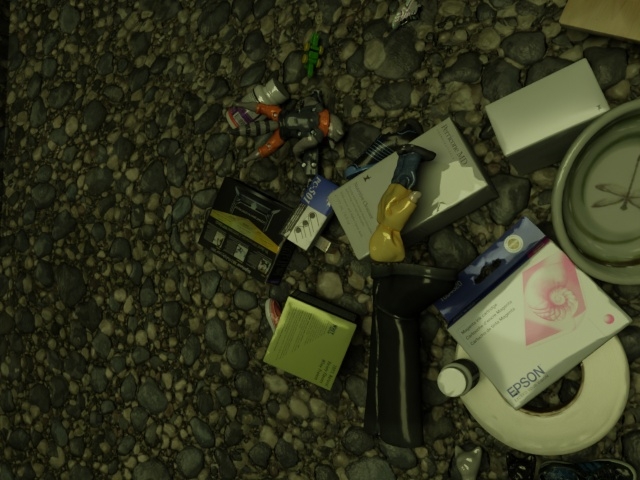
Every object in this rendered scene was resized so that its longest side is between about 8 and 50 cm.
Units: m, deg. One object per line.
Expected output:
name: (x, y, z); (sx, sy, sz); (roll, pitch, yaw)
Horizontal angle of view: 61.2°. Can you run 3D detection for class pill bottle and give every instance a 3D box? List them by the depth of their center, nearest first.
pill bottle: (0.325, 0.324, 1.277); (0.078, 0.137, 0.078); (-3, 84, 27)
pill bottle: (-0.197, -0.424, 1.719); (0.193, 0.108, 0.108); (-34, 71, 21)

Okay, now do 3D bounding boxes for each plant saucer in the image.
plant saucer: (0.675, -0.106, 1.168); (0.400, 0.100, 0.400); (-1, 106, -4)

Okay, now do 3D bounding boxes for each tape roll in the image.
tape roll: (0.518, 0.307, 1.294); (0.392, 0.072, 0.392); (-3, 84, 27)

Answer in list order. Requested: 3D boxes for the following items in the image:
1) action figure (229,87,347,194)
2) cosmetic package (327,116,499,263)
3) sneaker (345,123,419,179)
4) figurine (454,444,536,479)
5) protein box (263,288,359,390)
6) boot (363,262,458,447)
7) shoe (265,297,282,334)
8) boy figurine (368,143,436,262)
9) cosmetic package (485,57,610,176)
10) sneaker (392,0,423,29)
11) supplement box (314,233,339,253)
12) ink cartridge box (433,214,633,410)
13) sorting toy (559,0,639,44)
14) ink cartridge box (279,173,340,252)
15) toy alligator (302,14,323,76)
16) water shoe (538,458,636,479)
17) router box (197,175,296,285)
action figure: (-0.084, -0.290, 1.596); (0.330, 0.178, 0.341); (-6, 87, 8)
cosmetic package: (0.242, -0.119, 1.431); (0.385, 0.156, 0.217); (-34, 69, 22)
sneaker: (0.169, -0.248, 1.529); (0.232, 0.081, 0.090); (-21, 73, 18)
figurine: (0.419, 0.611, 1.309); (0.215, 0.092, 0.209); (-5, 77, 35)
protein box: (-0.021, 0.272, 1.513); (0.201, 0.136, 0.199); (22, 96, 6)
boot: (0.212, 0.284, 1.327); (0.146, 0.367, 0.445); (7, 84, -11)
shoe: (-0.105, 0.254, 1.638); (0.081, 0.063, 0.178); (-20, 82, 24)
boy figurine: (0.190, -0.084, 1.285); (0.092, 0.177, 0.285); (16, 85, -15)
cosmetic package: (0.530, -0.273, 1.252); (0.224, 0.225, 0.138); (-23, 75, 24)
sneaker: (0.253, -0.634, 1.537); (0.069, 0.038, 0.098); (43, 105, 25)
supplement box: (0.000, 0.000, 1.602); (0.098, 0.062, 0.036); (33, 99, 26)
ink cartridge box: (0.466, 0.162, 1.258); (0.324, 0.071, 0.330); (-47, 67, 17)
sorting toy: (0.734, -0.579, 1.247); (0.255, 0.089, 0.257); (27, 98, 27)
ink cartridge box: (-0.022, -0.078, 1.561); (0.097, 0.046, 0.207); (31, 87, 14)
toy alligator: (-0.024, -0.598, 1.678); (0.051, 0.056, 0.189); (-172, 91, -69)
water shoe: (0.601, 0.541, 1.222); (0.203, 0.080, 0.073); (-13, 80, 27)
router box: (-0.218, -0.033, 1.710); (0.309, 0.081, 0.243); (29, 99, 27)
